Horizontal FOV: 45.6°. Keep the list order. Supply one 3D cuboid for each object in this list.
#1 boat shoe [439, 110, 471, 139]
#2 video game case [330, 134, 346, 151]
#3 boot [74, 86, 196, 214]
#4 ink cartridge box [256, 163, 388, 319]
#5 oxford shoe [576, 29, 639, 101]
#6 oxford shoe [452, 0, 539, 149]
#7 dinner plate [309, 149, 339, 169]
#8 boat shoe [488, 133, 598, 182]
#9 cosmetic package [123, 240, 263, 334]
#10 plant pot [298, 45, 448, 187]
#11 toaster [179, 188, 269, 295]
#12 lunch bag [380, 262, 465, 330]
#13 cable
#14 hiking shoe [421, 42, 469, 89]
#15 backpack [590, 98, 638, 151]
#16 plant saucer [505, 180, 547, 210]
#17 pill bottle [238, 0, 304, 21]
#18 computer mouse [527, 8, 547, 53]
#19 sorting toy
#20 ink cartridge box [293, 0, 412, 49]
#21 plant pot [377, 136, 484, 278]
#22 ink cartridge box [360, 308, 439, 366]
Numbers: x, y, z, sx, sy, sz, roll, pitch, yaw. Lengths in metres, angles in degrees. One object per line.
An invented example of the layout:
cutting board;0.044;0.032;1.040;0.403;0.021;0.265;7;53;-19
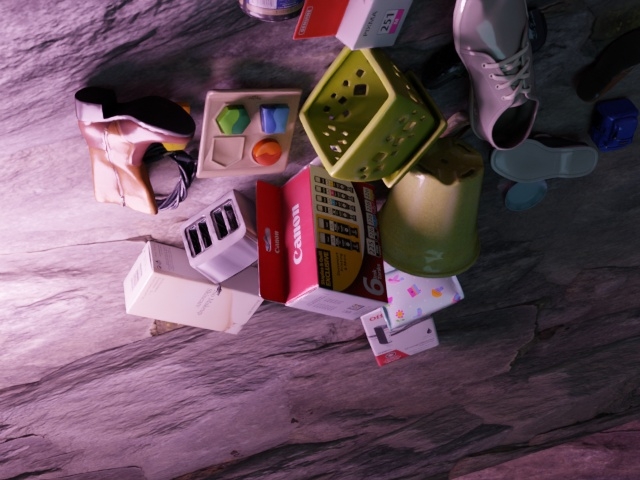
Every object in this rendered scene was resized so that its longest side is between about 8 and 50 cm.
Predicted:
boat shoe;0.300;-0.239;1.810;0.056;0.048;0.153;26;121;-38
video game case;0.078;-0.209;1.787;0.122;0.011;0.087;-1;134;-20
boot;-0.365;-0.154;1.545;0.264;0.096;0.280;10;132;9
ink cartridge box;0.000;0.000;1.730;0.272;0.309;0.130;15;148;-35
oxford shoe;0.691;-0.409;1.784;0.212;0.076;0.076;-42;163;19
oxford shoe;0.372;-0.358;1.552;0.169;0.130;0.449;-27;139;-7
dinner plate;0.034;-0.161;1.803;0.141;0.017;0.141;-10;146;-7
boat shoe;0.541;-0.208;1.900;0.303;0.091;0.114;4;113;-21
cosmetic package;-0.316;0.123;1.907;0.310;0.113;0.160;16;126;-31
plant pot;0.121;-0.256;1.607;0.207;0.227;0.228;16;127;-40
toaster;-0.221;-0.003;1.759;0.168;0.185;0.110;-32;143;14
lunch bag;0.222;0.069;1.984;0.224;0.160;0.262;-23;95;2
cable;-0.360;-0.134;1.676;0.151;0.047;0.184;15;128;-31
hiking shoe;0.331;-0.381;1.650;0.227;0.086;0.114;-32;133;11
backpack;0.729;-0.276;1.896;0.098;0.101;0.120;-6;139;-5
plant saucer;0.545;-0.130;2.033;0.120;0.021;0.119;-11;137;-10
pill bottle;-0.083;-0.510;1.339;0.123;0.122;0.219;-7;136;-14
computer mouse;0.441;-0.492;1.612;0.071;0.041;0.242;-24;136;6
sorting toy;-0.194;-0.220;1.615;0.307;0.041;0.229;-7;134;-27
ink cartridge box;0.092;-0.484;1.410;0.239;0.060;0.275;-20;146;-42
plant pot;0.267;-0.095;1.781;0.276;0.276;0.253;-6;135;-15
ink cartridge box;0.219;0.221;2.200;0.197;0.114;0.272;-21;136;1
